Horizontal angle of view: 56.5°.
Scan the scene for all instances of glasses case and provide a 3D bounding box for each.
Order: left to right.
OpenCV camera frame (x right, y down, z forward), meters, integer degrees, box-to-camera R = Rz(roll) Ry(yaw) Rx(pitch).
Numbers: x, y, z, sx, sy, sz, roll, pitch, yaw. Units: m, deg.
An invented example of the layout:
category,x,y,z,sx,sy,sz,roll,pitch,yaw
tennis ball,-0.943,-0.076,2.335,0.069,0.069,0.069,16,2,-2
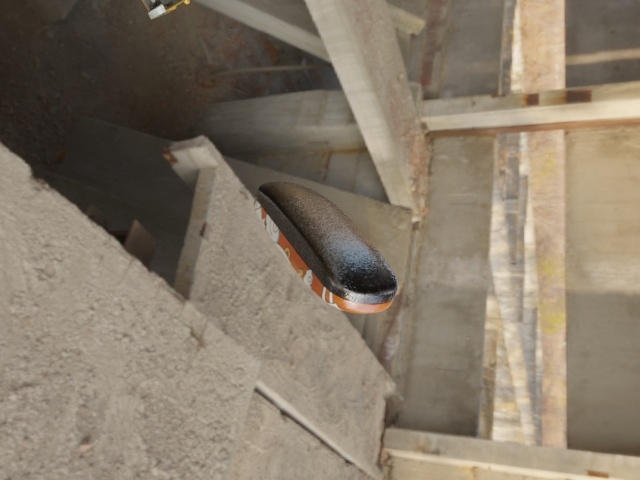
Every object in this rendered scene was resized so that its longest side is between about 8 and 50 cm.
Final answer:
category,x,y,z,sx,sy,sz,roll,pitch,yaw
glasses case,0.000,0.000,0.760,0.103,0.266,0.067,4,119,-34

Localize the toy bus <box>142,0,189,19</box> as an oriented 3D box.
category,x,y,z,sx,sy,sz,roll,pitch,yaw
toy bus,-0.144,-0.288,0.622,0.074,0.162,0.069,-37,115,-27
